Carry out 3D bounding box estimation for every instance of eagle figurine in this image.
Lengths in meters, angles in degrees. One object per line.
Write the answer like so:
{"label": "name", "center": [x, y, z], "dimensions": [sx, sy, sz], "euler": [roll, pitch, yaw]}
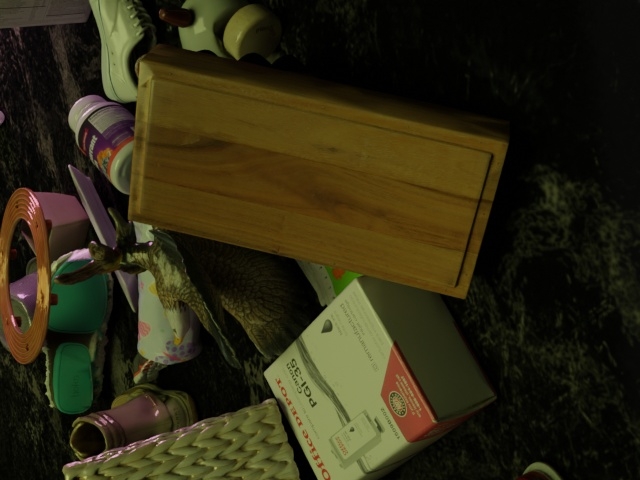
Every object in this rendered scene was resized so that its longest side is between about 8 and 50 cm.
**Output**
{"label": "eagle figurine", "center": [-0.177, 0.059, 1.430], "dimensions": [0.298, 0.226, 0.225], "euler": [14, 144, 27]}

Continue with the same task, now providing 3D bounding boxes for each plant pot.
{"label": "plant pot", "center": [-0.521, -0.031, 2.003], "dimensions": [0.109, 0.096, 0.109], "euler": [50, 136, 27]}

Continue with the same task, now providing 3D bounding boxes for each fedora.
{"label": "fedora", "center": [-0.631, 0.165, 2.185], "dimensions": [0.275, 0.124, 0.244], "euler": [6, 106, 51]}

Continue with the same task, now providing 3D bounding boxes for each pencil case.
{"label": "pencil case", "center": [-0.253, 0.068, 1.685], "dimensions": [0.124, 0.113, 0.273], "euler": [-121, 30, -66]}

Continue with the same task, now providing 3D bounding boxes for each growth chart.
{"label": "growth chart", "center": [0.000, 0.000, 1.422], "dimensions": [0.237, 0.021, 0.172], "euler": [54, 137, 24]}

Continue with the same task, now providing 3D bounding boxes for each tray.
{"label": "tray", "center": [-0.009, -0.078, 1.160], "dimensions": [0.410, 0.076, 0.203], "euler": [13, 119, 5]}
{"label": "tray", "center": [-0.394, -0.006, 1.873], "dimensions": [0.270, 0.030, 0.145], "euler": [61, 165, 20]}

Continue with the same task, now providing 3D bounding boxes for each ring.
{"label": "ring", "center": [-0.559, 0.067, 1.928], "dimensions": [0.336, 0.032, 0.337], "euler": [-1, 89, 59]}

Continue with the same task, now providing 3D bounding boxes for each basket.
{"label": "basket", "center": [-0.185, 0.409, 1.469], "dimensions": [0.328, 0.331, 0.267], "euler": [122, 130, -76]}

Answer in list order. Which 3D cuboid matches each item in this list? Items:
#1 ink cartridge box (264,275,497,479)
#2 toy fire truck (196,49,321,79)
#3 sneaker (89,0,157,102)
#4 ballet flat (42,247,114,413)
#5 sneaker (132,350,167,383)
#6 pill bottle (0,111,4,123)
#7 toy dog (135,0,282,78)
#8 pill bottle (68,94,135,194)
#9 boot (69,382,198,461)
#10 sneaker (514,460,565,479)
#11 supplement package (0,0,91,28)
{"label": "ink cartridge box", "center": [0.068, 0.188, 1.318], "dimensions": [0.207, 0.117, 0.283], "euler": [61, 140, 18]}
{"label": "toy fire truck", "center": [-0.113, -0.122, 1.338], "dimensions": [0.158, 0.217, 0.246], "euler": [43, 123, 34]}
{"label": "sneaker", "center": [-0.311, -0.354, 1.654], "dimensions": [0.091, 0.094, 0.258], "euler": [8, 113, 31]}
{"label": "ballet flat", "center": [-0.493, 0.164, 2.018], "dimensions": [0.147, 0.147, 0.409], "euler": [41, 130, 36]}
{"label": "sneaker", "center": [-0.317, 0.211, 1.861], "dimensions": [0.158, 0.061, 0.065], "euler": [-45, 60, 48]}
{"label": "pill bottle", "center": [-0.727, -0.269, 2.226], "dimensions": [0.083, 0.043, 0.043], "euler": [3, 104, 52]}
{"label": "toy dog", "center": [-0.181, -0.238, 1.453], "dimensions": [0.220, 0.161, 0.334], "euler": [31, 124, 43]}
{"label": "pill bottle", "center": [-0.353, -0.171, 1.736], "dimensions": [0.193, 0.108, 0.108], "euler": [42, 132, 36]}
{"label": "boot", "center": [-0.372, 0.336, 1.849], "dimensions": [0.262, 0.203, 0.095], "euler": [-5, 98, 51]}
{"label": "sneaker", "center": [0.200, 0.359, 1.201], "dimensions": [0.087, 0.128, 0.221], "euler": [42, 132, 35]}
{"label": "supplement package", "center": [-0.484, -0.525, 1.708], "dimensions": [0.199, 0.198, 0.263], "euler": [60, 140, 20]}
